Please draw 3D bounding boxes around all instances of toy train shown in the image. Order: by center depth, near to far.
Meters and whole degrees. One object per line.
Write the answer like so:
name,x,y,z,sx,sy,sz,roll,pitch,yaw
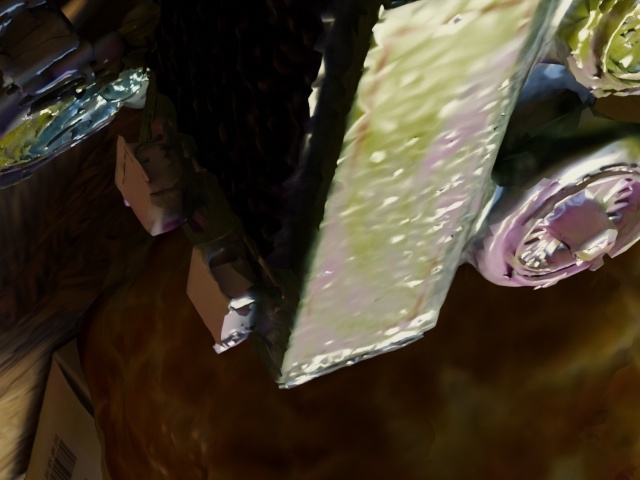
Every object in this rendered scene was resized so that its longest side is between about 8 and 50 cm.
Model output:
toy train,0.039,-0.068,0.659,0.177,0.134,0.261,-19,149,-25

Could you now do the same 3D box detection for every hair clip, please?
hair clip,-0.103,-0.062,0.753,0.116,0.049,0.172,-27,175,-3

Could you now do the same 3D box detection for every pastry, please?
pastry,0.068,0.082,0.961,0.388,0.388,0.312,-44,-174,12

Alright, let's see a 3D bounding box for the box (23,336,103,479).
box,-0.090,0.105,1.220,0.168,0.095,0.212,-37,166,-28
